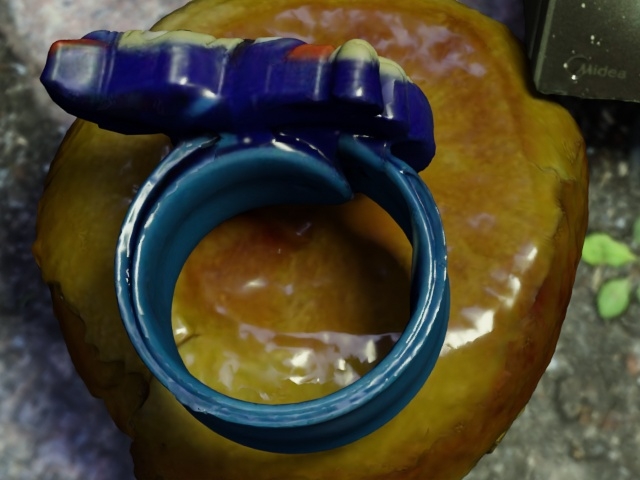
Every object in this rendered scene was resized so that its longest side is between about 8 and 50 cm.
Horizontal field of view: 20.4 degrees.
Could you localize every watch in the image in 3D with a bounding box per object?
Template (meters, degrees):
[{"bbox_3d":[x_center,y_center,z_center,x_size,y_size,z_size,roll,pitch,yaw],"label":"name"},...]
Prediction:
[{"bbox_3d":[-0.027,0.004,0.916,0.196,0.171,0.200,-1,76,15],"label":"watch"}]

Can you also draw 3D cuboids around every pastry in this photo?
[{"bbox_3d":[0.000,0.000,1.081,0.356,0.164,0.356,-1,68,2],"label":"pastry"}]

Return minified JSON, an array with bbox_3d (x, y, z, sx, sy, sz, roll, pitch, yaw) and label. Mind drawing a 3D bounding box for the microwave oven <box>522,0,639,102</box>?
[{"bbox_3d":[0.353,-0.250,1.102,0.432,0.236,0.374,7,37,-1],"label":"microwave oven"}]
